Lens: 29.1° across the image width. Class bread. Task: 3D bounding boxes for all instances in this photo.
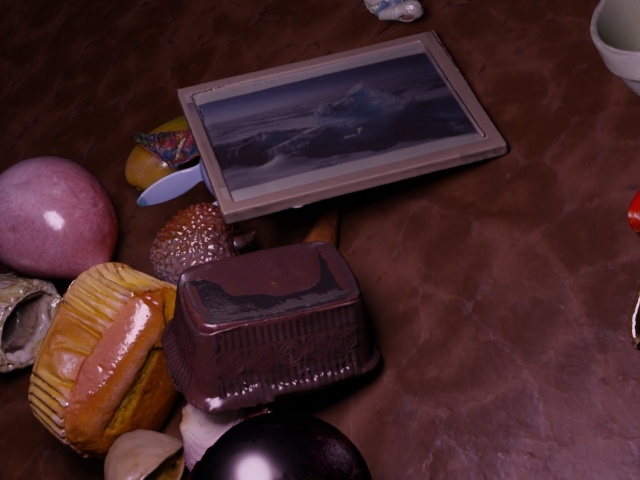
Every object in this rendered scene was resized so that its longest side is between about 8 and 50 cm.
[{"bbox_3d":[-0.299,0.185,1.843,0.156,0.204,0.288,20,78,45],"label":"bread"}]

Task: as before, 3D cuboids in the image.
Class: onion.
[{"bbox_3d":[-0.113,0.264,1.736,0.151,0.098,0.206,-16,47,29],"label":"onion"}]

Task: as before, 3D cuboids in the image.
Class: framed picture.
[{"bbox_3d":[0.025,-0.186,1.919,0.446,0.028,0.326,-15,44,-10],"label":"framed picture"}]

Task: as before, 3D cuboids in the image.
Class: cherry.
[{"bbox_3d":[-0.455,-0.040,2.128,0.239,0.239,0.206,7,103,38],"label":"cherry"}]

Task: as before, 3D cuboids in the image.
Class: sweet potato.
[{"bbox_3d":[0.000,0.000,1.908,0.056,0.056,0.195,4,55,37],"label":"sweet potato"}]

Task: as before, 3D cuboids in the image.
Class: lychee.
[{"bbox_3d":[-0.174,0.020,1.930,0.197,0.165,0.165,-15,49,22],"label":"lychee"}]

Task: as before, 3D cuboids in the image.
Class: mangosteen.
[{"bbox_3d":[-0.029,0.362,1.516,0.302,0.275,0.275,32,76,13],"label":"mangosteen"}]

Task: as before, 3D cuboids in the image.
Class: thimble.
[{"bbox_3d":[-0.538,0.134,2.115,0.143,0.137,0.190,4,44,39],"label":"thimble"}]

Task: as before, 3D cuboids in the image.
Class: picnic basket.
[{"bbox_3d":[-0.072,0.108,1.715,0.296,0.129,0.222,-12,39,-14],"label":"picnic basket"}]

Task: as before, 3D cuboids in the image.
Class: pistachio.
[{"bbox_3d":[-0.239,0.332,1.721,0.131,0.129,0.206,-43,11,-4],"label":"pistachio"}]

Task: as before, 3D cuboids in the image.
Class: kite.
[{"bbox_3d":[-0.222,-0.173,2.108,0.232,0.009,0.189,-1,36,12],"label":"kite"}]

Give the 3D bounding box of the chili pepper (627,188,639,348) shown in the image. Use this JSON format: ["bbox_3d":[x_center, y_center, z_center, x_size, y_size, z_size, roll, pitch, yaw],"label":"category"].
[{"bbox_3d":[0.463,-0.040,1.557,0.338,0.131,0.134,-42,42,-1],"label":"chili pepper"}]

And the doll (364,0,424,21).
[{"bbox_3d":[0.121,-0.440,2.158,0.103,0.071,0.214,-33,40,6],"label":"doll"}]

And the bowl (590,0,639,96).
[{"bbox_3d":[0.532,-0.283,1.651,0.307,0.163,0.307,-26,26,14],"label":"bowl"}]

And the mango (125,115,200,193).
[{"bbox_3d":[-0.259,-0.158,2.190,0.194,0.092,0.130,-43,37,-16],"label":"mango"}]

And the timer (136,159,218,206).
[{"bbox_3d":[-0.155,-0.111,2.036,0.255,0.175,0.175,-21,46,35],"label":"timer"}]
